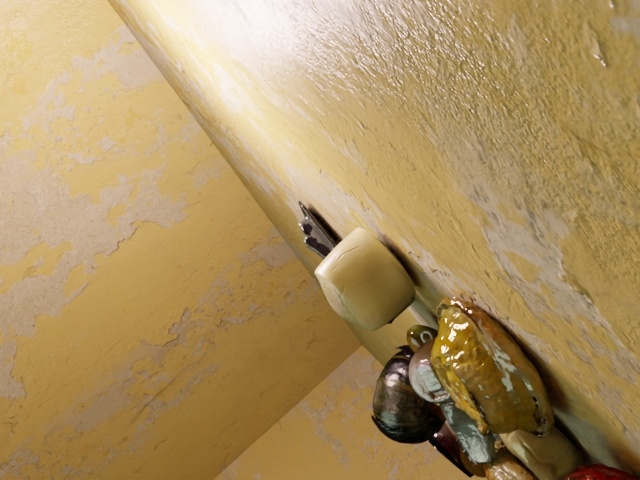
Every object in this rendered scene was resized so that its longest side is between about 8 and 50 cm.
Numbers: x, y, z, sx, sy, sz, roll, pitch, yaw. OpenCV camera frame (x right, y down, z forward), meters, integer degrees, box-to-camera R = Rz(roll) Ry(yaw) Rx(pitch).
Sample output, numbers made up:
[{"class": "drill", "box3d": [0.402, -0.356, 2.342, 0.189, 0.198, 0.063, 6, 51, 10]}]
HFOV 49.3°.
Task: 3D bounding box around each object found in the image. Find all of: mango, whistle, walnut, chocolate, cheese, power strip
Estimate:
[{"class": "mango", "box3d": [0.329, 0.320, 1.861, 0.267, 0.111, 0.133, 49, -177, -18]}, {"class": "whistle", "box3d": [0.338, 0.372, 1.707, 0.348, 0.189, 0.189, 64, 174, 3]}, {"class": "walnut", "box3d": [0.548, 0.704, 2.335, 0.167, 0.167, 0.207, 43, 162, 42]}, {"class": "chocolate", "box3d": [0.505, 0.710, 2.569, 0.283, 0.186, 0.283, 39, 175, 4]}, {"class": "cheese", "box3d": [0.494, 0.460, 1.604, 0.226, 0.117, 0.214, 47, 180, -21]}, {"class": "power strip", "box3d": [0.000, 0.002, 2.284, 0.251, 0.092, 0.257, 45, 176, 8]}]

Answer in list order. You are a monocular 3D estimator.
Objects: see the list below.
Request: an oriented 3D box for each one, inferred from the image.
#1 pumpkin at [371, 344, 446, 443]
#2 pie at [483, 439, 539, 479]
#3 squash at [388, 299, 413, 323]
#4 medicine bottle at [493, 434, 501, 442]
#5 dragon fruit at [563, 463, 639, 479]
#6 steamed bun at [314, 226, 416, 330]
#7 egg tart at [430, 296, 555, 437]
[{"class": "pumpkin", "box3d": [0.300, 0.491, 2.219, 0.192, 0.320, 0.320, 11, 149, 36]}, {"class": "pie", "box3d": [0.523, 0.579, 1.688, 0.308, 0.086, 0.308, 19, -167, -5]}, {"class": "squash", "box3d": [0.166, 0.112, 1.916, 0.220, 0.133, 0.220, 48, 157, 27]}, {"class": "medicine bottle", "box3d": [0.551, 0.582, 2.039, 0.118, 0.074, 0.055, 43, 171, 40]}, {"class": "dragon fruit", "box3d": [0.532, 0.531, 1.281, 0.241, 0.241, 0.252, 47, -166, 18]}, {"class": "steamed bun", "box3d": [0.116, 0.109, 1.691, 0.250, 0.200, 0.155, 50, 173, -32]}, {"class": "egg tart", "box3d": [0.329, 0.279, 1.447, 0.345, 0.132, 0.345, 55, 171, 14]}]
